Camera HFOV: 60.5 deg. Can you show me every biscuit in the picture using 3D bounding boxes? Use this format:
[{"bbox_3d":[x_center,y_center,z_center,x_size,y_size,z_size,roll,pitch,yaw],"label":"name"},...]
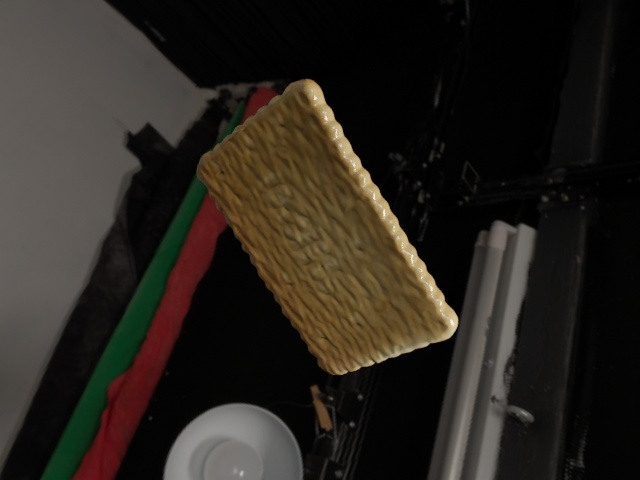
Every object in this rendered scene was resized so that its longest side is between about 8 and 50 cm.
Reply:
[{"bbox_3d":[0.000,0.000,0.491,0.160,0.249,0.030,-30,-175,36],"label":"biscuit"}]
